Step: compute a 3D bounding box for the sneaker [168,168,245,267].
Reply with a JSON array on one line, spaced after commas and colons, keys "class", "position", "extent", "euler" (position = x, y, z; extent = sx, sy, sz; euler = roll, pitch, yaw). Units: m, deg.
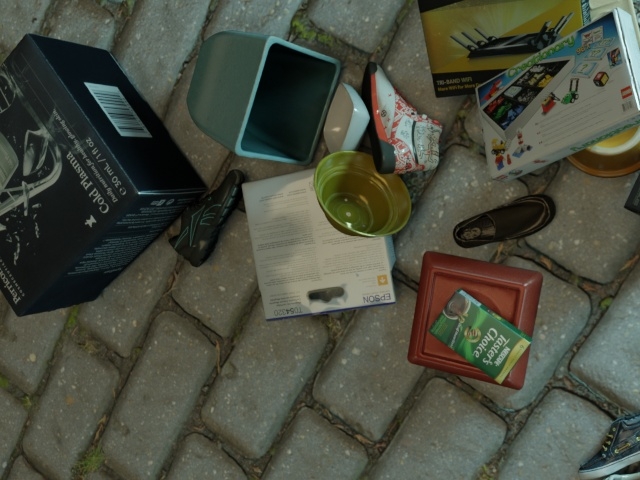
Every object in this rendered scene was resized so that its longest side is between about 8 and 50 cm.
[{"class": "sneaker", "position": [-0.274, -0.063, 1.741], "extent": [0.106, 0.101, 0.267], "euler": [33, 106, 5]}]

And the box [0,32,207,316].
[{"class": "box", "position": [-0.628, -0.155, 1.789], "extent": [0.472, 0.297, 0.480], "euler": [-41, 79, 22]}]

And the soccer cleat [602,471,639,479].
[{"class": "soccer cleat", "position": [0.559, 0.536, 1.434], "extent": [0.331, 0.116, 0.143], "euler": [-38, 108, 14]}]

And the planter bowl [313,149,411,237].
[{"class": "planter bowl", "position": [0.073, -0.076, 1.517], "extent": [0.217, 0.217, 0.090], "euler": [48, 141, 12]}]

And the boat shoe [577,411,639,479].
[{"class": "boat shoe", "position": [0.588, 0.409, 1.457], "extent": [0.183, 0.065, 0.083], "euler": [-30, 77, 18]}]

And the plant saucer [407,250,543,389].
[{"class": "plant saucer", "position": [0.320, 0.172, 1.552], "extent": [0.258, 0.047, 0.259], "euler": [11, 99, 21]}]

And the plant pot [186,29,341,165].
[{"class": "plant pot", "position": [-0.152, -0.331, 1.608], "extent": [0.252, 0.248, 0.247], "euler": [28, 105, 35]}]

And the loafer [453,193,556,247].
[{"class": "loafer", "position": [0.374, -0.031, 1.494], "extent": [0.220, 0.078, 0.080], "euler": [-23, 86, 23]}]

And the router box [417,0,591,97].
[{"class": "router box", "position": [0.354, -0.415, 1.398], "extent": [0.308, 0.081, 0.243], "euler": [0, 118, 32]}]

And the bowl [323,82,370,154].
[{"class": "bowl", "position": [0.060, -0.255, 1.582], "extent": [0.053, 0.142, 0.142], "euler": [8, 125, -20]}]

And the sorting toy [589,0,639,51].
[{"class": "sorting toy", "position": [0.500, -0.435, 1.409], "extent": [0.193, 0.038, 0.208], "euler": [-14, 109, 23]}]

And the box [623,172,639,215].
[{"class": "box", "position": [0.679, -0.133, 1.316], "extent": [0.183, 0.059, 0.233], "euler": [17, 103, -21]}]

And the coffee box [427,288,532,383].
[{"class": "coffee box", "position": [0.329, 0.196, 1.502], "extent": [0.184, 0.040, 0.113], "euler": [37, 107, 16]}]

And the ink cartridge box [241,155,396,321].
[{"class": "ink cartridge box", "position": [0.000, 0.000, 1.657], "extent": [0.324, 0.071, 0.330], "euler": [-9, 92, 20]}]

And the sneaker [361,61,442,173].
[{"class": "sneaker", "position": [0.175, -0.262, 1.560], "extent": [0.145, 0.090, 0.270], "euler": [-3, 64, -11]}]

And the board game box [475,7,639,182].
[{"class": "board game box", "position": [0.417, -0.246, 1.284], "extent": [0.305, 0.053, 0.193], "euler": [-24, 64, 48]}]

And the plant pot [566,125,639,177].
[{"class": "plant pot", "position": [0.537, -0.219, 1.352], "extent": [0.205, 0.188, 0.205], "euler": [2, 95, 23]}]
